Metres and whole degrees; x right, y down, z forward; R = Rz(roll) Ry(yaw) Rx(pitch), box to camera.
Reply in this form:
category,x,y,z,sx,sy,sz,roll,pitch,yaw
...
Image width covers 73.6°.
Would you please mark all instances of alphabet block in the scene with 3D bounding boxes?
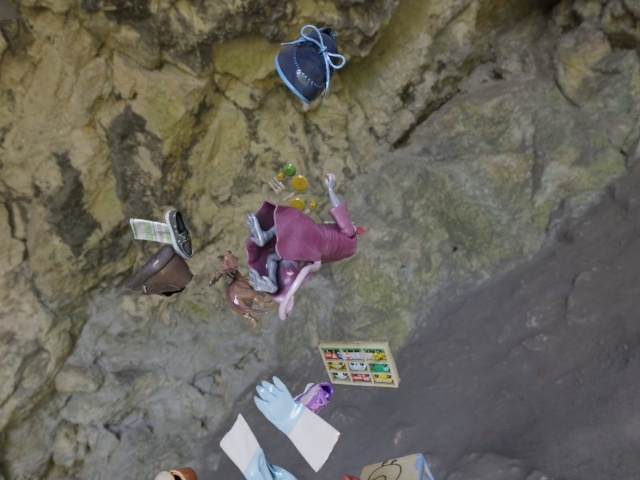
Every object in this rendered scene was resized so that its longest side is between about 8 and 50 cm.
category,x,y,z,sx,sy,sz,roll,pitch,yaw
alphabet block,0.228,0.755,1.206,0.197,0.193,0.192,-24,-3,17

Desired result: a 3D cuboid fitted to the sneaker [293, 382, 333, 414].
category,x,y,z,sx,sy,sz,roll,pitch,yaw
sneaker,-0.024,0.567,1.499,0.105,0.095,0.236,-24,3,25

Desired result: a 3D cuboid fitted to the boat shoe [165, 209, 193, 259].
category,x,y,z,sx,sy,sz,roll,pitch,yaw
boat shoe,-0.375,-0.015,1.154,0.040,0.142,0.049,-9,17,36

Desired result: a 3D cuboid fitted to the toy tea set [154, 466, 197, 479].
category,x,y,z,sx,sy,sz,roll,pitch,yaw
toy tea set,-0.322,0.714,0.995,0.200,0.336,0.124,-42,-21,9

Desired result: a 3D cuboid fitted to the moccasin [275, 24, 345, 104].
category,x,y,z,sx,sy,sz,roll,pitch,yaw
moccasin,-0.021,-0.423,0.964,0.117,0.138,0.342,-34,33,25

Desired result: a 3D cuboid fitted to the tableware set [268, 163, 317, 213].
category,x,y,z,sx,sy,sz,roll,pitch,yaw
tableware set,-0.071,-0.147,1.259,0.104,0.154,0.024,-34,17,27

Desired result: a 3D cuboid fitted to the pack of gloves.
category,x,y,z,sx,sy,sz,roll,pitch,yaw
pack of gloves,-0.100,0.396,0.850,0.046,0.232,0.195,37,-98,-48

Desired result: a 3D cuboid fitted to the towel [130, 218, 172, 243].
category,x,y,z,sx,sy,sz,roll,pitch,yaw
towel,-0.610,-0.030,1.565,0.113,0.152,0.023,106,172,-54

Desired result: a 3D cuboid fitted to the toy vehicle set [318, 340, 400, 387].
category,x,y,z,sx,sy,sz,roll,pitch,yaw
toy vehicle set,0.134,0.431,1.505,0.267,0.165,0.035,-9,19,33

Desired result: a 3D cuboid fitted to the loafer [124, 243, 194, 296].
category,x,y,z,sx,sy,sz,roll,pitch,yaw
loafer,-0.457,0.117,1.221,0.133,0.130,0.366,-52,16,-26

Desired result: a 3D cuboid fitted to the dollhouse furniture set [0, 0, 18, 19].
category,x,y,z,sx,sy,sz,roll,pitch,yaw
dollhouse furniture set,-0.450,-0.422,0.615,0.184,0.129,0.129,-21,1,-18

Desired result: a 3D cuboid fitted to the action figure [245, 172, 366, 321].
category,x,y,z,sx,sy,sz,roll,pitch,yaw
action figure,0.000,0.000,1.067,0.370,0.275,0.248,-7,-47,-41

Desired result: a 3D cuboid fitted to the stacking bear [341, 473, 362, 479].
category,x,y,z,sx,sy,sz,roll,pitch,yaw
stacking bear,0.084,0.681,0.887,0.164,0.175,0.288,0,61,63

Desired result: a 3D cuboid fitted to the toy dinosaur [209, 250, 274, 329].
category,x,y,z,sx,sy,sz,roll,pitch,yaw
toy dinosaur,-0.276,0.174,1.431,0.127,0.200,0.295,-45,31,2
